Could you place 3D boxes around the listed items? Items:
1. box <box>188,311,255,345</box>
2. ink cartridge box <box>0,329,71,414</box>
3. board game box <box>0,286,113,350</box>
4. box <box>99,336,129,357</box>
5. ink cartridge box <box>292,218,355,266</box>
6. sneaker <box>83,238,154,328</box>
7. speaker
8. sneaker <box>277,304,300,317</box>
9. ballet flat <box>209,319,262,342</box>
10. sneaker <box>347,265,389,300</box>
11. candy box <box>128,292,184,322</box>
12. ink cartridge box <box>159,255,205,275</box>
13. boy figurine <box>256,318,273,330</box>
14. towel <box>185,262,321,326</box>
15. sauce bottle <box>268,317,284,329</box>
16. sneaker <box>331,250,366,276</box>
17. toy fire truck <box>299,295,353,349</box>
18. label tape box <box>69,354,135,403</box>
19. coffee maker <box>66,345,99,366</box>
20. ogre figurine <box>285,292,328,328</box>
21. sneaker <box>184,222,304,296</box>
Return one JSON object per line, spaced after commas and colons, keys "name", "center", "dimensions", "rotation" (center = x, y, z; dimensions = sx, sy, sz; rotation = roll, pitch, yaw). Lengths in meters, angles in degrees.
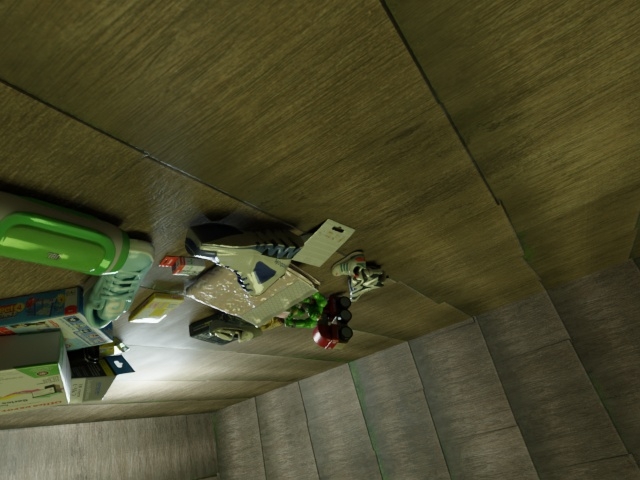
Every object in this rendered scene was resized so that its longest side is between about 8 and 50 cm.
{"name": "box", "center": [-0.405, 0.370, 1.799], "dimensions": [0.184, 0.059, 0.233], "rotation": [-22, 152, 15]}
{"name": "ink cartridge box", "center": [-0.873, 0.397, 1.280], "dimensions": [0.202, 0.117, 0.278], "rotation": [-2, 139, -24]}
{"name": "board game box", "center": [-0.844, 0.262, 1.319], "dimensions": [0.302, 0.086, 0.308], "rotation": [-9, 153, -12]}
{"name": "box", "center": [-0.854, 0.423, 1.683], "dimensions": [0.180, 0.043, 0.105], "rotation": [-9, 153, -7]}
{"name": "ink cartridge box", "center": [0.000, 0.000, 1.330], "dimensions": [0.146, 0.045, 0.179], "rotation": [19, 120, -48]}
{"name": "sneaker", "center": [-0.536, 0.130, 1.150], "dimensions": [0.135, 0.150, 0.366], "rotation": [6, 147, -38]}
{"name": "speaker", "center": [-0.562, -0.008, 0.893], "dimensions": [0.131, 0.131, 0.297], "rotation": [-29, 151, 25]}
{"name": "sneaker", "center": [-0.139, 0.287, 1.792], "dimensions": [0.135, 0.050, 0.070], "rotation": [-19, 156, 15]}
{"name": "ballet flat", "center": [-0.327, 0.363, 1.665], "dimensions": [0.213, 0.068, 0.072], "rotation": [17, 127, -22]}
{"name": "sneaker", "center": [0.188, 0.167, 1.675], "dimensions": [0.153, 0.094, 0.234], "rotation": [-6, 143, -1]}
{"name": "candy box", "center": [-0.568, 0.235, 1.480], "dimensions": [0.105, 0.027, 0.206], "rotation": [16, 140, -43]}
{"name": "ink cartridge box", "center": [-0.402, 0.075, 1.251], "dimensions": [0.115, 0.029, 0.063], "rotation": [7, 147, -38]}
{"name": "boy figurine", "center": [-0.204, 0.261, 1.661], "dimensions": [0.178, 0.092, 0.285], "rotation": [-2, 148, -31]}
{"name": "towel", "center": [-0.216, 0.158, 1.403], "dimensions": [0.332, 0.053, 0.317], "rotation": [-33, 132, 29]}
{"name": "sauce bottle", "center": [-0.223, 0.378, 1.933], "dimensions": [0.128, 0.042, 0.042], "rotation": [-27, 151, 20]}
{"name": "sneaker", "center": [0.100, 0.103, 1.524], "dimensions": [0.057, 0.075, 0.161], "rotation": [10, 144, -41]}
{"name": "toy fire truck", "center": [0.003, 0.318, 1.771], "dimensions": [0.247, 0.216, 0.158], "rotation": [11, 141, -14]}
{"name": "label tape box", "center": [-0.930, 0.537, 1.672], "dimensions": [0.334, 0.105, 0.241], "rotation": [8, -179, -37]}
{"name": "coffee maker", "center": [-0.876, 0.409, 1.498], "dimensions": [0.179, 0.171, 0.120], "rotation": [-12, -179, -2]}
{"name": "ogre figurine", "center": [-0.047, 0.260, 1.653], "dimensions": [0.118, 0.196, 0.097], "rotation": [23, 173, -13]}
{"name": "sneaker", "center": [-0.203, 0.065, 1.151], "dimensions": [0.316, 0.127, 0.182], "rotation": [5, 116, -36]}
